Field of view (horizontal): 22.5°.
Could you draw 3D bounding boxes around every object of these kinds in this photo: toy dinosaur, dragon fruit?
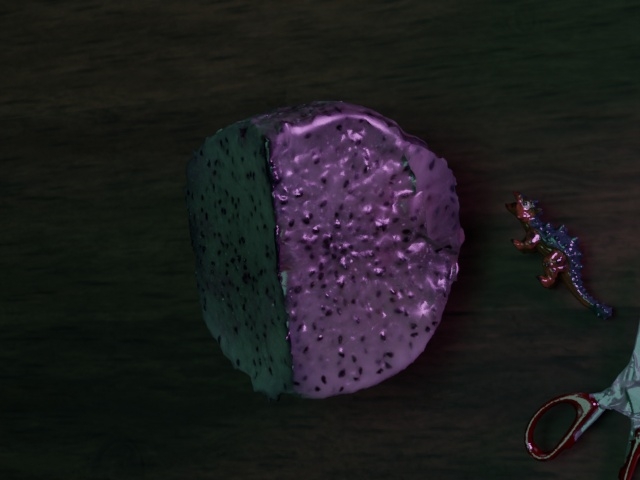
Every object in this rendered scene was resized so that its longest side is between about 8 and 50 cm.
[{"bbox_3d":[0.226,0.016,1.539,0.055,0.049,0.154,-39,76,5],"label":"toy dinosaur"},{"bbox_3d":[0.000,0.000,1.603,0.221,0.204,0.283,7,105,59],"label":"dragon fruit"}]

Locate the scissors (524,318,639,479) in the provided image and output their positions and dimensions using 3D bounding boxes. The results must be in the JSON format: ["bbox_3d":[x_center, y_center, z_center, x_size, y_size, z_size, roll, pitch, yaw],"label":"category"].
[{"bbox_3d":[0.298,0.120,1.490,0.144,0.017,0.247,29,99,21],"label":"scissors"}]
